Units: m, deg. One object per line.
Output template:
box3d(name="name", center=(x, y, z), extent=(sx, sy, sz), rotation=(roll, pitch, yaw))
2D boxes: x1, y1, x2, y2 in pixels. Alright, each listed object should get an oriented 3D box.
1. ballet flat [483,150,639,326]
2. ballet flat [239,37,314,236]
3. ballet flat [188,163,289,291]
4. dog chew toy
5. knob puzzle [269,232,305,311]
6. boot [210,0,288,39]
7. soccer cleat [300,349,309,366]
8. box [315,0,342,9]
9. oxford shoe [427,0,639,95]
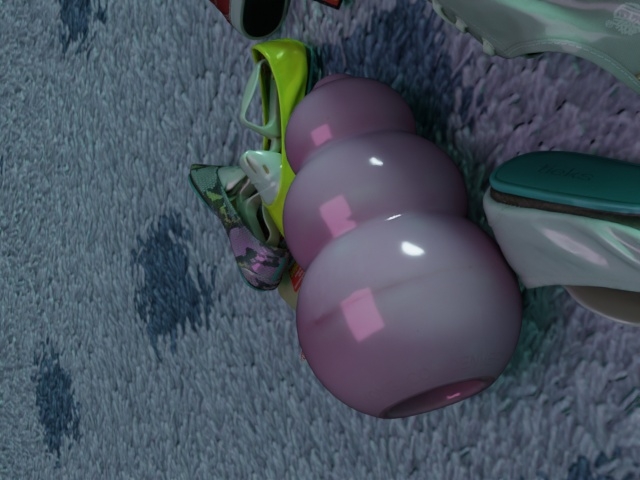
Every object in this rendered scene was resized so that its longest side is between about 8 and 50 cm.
box3d(name="ballet flat", center=(0.289, 0.015, 0.763), extent=(0.400, 0.139, 0.139), rotation=(14, 107, 52))
box3d(name="ballet flat", center=(-0.051, -0.110, 1.133), extent=(0.077, 0.077, 0.231), rotation=(172, 100, -64))
box3d(name="ballet flat", center=(-0.087, -0.036, 1.214), extent=(0.079, 0.077, 0.221), rotation=(-51, 46, 22))
box3d(name="dog chew toy", center=(0.058, -0.008, 0.968), extent=(0.206, 0.207, 0.332), rotation=(-40, 59, 46))
box3d(name="knob puzzle", center=(0.000, 0.000, 1.140), extent=(0.213, 0.030, 0.213), rotation=(-13, 75, 61))
box3d(name="boot", center=(-0.095, -0.374, 1.164), extent=(0.176, 0.088, 0.244), rotation=(46, 132, 37))
box3d(name="soccer cleat", center=(0.003, 0.122, 1.177), extent=(0.083, 0.029, 0.035), rotation=(-56, 51, 33))
box3d(name="box", center=(-0.026, -0.308, 1.069), extent=(0.027, 0.137, 0.094), rotation=(-77, 9, -58))
box3d(name="oxford shoe", center=(0.136, -0.228, 0.859), extent=(0.449, 0.169, 0.130), rotation=(32, 121, 37))
